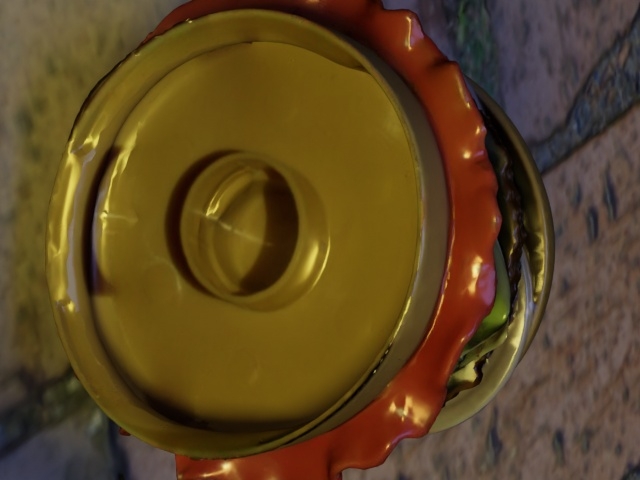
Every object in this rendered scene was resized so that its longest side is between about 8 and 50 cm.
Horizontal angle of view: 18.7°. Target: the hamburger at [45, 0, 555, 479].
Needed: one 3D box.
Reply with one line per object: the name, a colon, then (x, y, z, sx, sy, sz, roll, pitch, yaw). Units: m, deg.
hamburger: (0.002, -0.002, 0.659, 0.137, 0.175, 0.175, -1, 96, -60)
